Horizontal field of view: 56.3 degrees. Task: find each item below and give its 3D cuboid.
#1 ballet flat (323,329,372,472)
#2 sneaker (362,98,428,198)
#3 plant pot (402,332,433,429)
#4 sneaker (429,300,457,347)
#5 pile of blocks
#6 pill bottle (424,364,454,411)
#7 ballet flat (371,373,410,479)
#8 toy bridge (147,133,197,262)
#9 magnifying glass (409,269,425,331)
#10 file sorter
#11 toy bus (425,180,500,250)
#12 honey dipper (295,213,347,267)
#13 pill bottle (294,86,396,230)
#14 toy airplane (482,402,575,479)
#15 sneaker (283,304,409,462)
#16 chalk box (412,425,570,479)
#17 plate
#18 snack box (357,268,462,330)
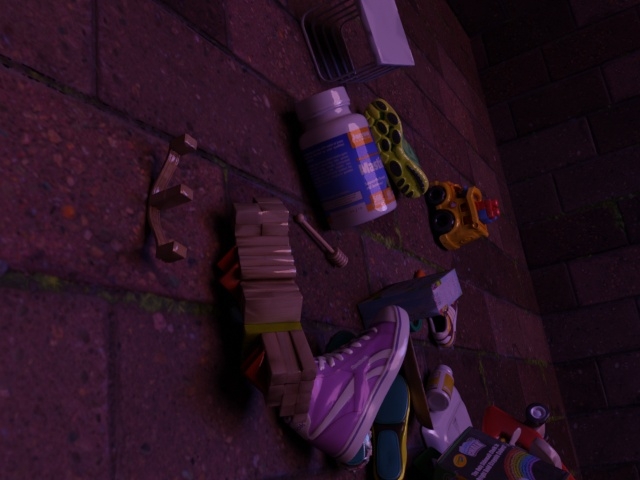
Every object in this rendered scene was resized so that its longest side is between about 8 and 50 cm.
[{"bbox_3d":[0.042,0.284,1.061,0.077,0.091,0.241,86,2,-69],"label":"ballet flat"},{"bbox_3d":[0.197,-0.250,1.654,0.295,0.109,0.123,60,8,-20],"label":"sneaker"},{"bbox_3d":[0.205,0.299,1.315,0.236,0.032,0.236,-15,90,-85],"label":"plant pot"},{"bbox_3d":[0.336,0.198,1.651,0.084,0.069,0.185,51,32,-44],"label":"sneaker"},{"bbox_3d":[-0.098,0.092,0.897,0.112,0.149,0.362,0,56,-17],"label":"pile of blocks"},{"bbox_3d":[0.295,0.361,1.479,0.065,0.065,0.116,63,29,-17],"label":"pill bottle"},{"bbox_3d":[0.138,0.379,1.182,0.077,0.077,0.231,75,18,-46],"label":"ballet flat"},{"bbox_3d":[-0.203,-0.058,0.805,0.026,0.063,0.188,35,46,-50],"label":"toy bridge"},{"bbox_3d":[0.246,0.151,1.566,0.092,0.026,0.231,60,31,-21],"label":"magnifying glass"},{"bbox_3d":[0.096,-0.507,1.516,0.278,0.173,0.193,-31,102,-62],"label":"file sorter"},{"bbox_3d":[0.465,-0.103,1.921,0.149,0.211,0.220,25,51,-53],"label":"toy bus"},{"bbox_3d":[0.000,0.000,1.191,0.161,0.030,0.030,45,37,-37],"label":"honey dipper"},{"bbox_3d":[0.045,-0.170,1.241,0.152,0.152,0.272,-33,104,-62],"label":"pill bottle"},{"bbox_3d":[0.524,0.615,1.443,0.384,0.272,0.386,137,-71,-83],"label":"toy airplane"},{"bbox_3d":[0.038,0.195,0.980,0.161,0.102,0.282,35,58,-8],"label":"sneaker"},{"bbox_3d":[0.336,0.532,1.256,0.180,0.289,0.179,-17,119,-50],"label":"chalk box"},{"bbox_3d":[0.346,0.528,1.498,0.277,0.045,0.278,-27,98,-62],"label":"plate"},{"bbox_3d":[0.204,0.129,1.330,0.207,0.174,0.070,-20,93,-62],"label":"snack box"}]
